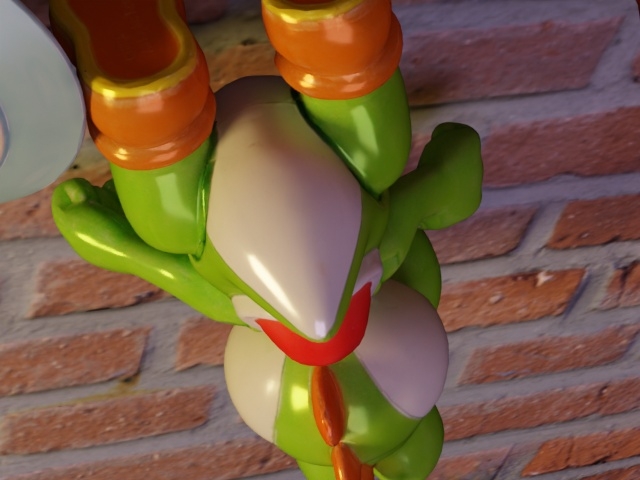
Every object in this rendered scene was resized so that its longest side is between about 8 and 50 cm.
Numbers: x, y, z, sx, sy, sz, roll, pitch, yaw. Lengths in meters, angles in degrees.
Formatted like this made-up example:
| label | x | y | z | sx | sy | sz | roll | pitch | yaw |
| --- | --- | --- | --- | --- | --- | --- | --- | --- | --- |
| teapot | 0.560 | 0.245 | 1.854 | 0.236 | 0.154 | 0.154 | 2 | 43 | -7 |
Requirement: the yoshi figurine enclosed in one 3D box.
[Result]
| label | x | y | z | sx | sy | sz | roll | pitch | yaw |
| --- | --- | --- | --- | --- | --- | --- | --- | --- | --- |
| yoshi figurine | -0.013 | -0.016 | 0.899 | 0.203 | 0.204 | 0.362 | -51 | 144 | -29 |

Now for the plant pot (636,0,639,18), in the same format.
| label | x | y | z | sx | sy | sz | roll | pitch | yaw |
| --- | --- | --- | --- | --- | --- | --- | --- | --- | --- |
| plant pot | 0.288 | -0.134 | 0.771 | 0.265 | 0.272 | 0.272 | -9 | 149 | -1 |

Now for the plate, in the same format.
| label | x | y | z | sx | sy | sz | roll | pitch | yaw |
| --- | --- | --- | --- | --- | --- | --- | --- | --- | --- |
| plate | -0.193 | -0.064 | 0.732 | 0.188 | 0.024 | 0.188 | 8 | 144 | 6 |
